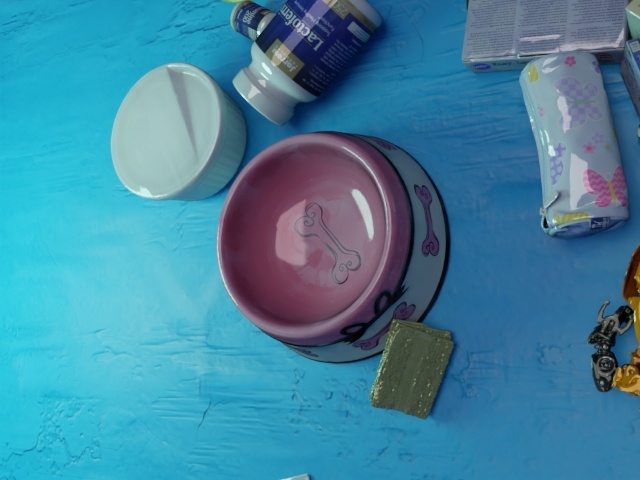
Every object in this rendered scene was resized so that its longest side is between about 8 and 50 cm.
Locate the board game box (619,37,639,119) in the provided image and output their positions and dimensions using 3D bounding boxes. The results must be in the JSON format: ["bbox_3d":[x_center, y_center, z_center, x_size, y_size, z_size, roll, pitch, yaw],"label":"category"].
[{"bbox_3d":[0.458,-0.230,1.087,0.020,0.090,0.090,-17,73,9],"label":"board game box"}]

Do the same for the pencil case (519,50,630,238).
[{"bbox_3d":[0.368,-0.137,1.108,0.124,0.113,0.273,-6,76,7],"label":"pencil case"}]

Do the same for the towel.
[{"bbox_3d":[0.144,0.203,1.196,0.110,0.027,0.148,16,92,-8],"label":"towel"}]

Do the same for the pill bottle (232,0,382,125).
[{"bbox_3d":[-0.028,-0.344,1.352,0.265,0.153,0.153,-48,62,15],"label":"pill bottle"}]

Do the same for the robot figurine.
[{"bbox_3d":[0.488,0.106,1.013,0.211,0.085,0.291,19,90,31],"label":"robot figurine"}]

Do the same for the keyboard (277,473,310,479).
[{"bbox_3d":[-0.024,0.529,1.274,0.072,0.014,0.256,-19,72,20],"label":"keyboard"}]

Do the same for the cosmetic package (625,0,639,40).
[{"bbox_3d":[0.583,-0.358,1.007,0.309,0.113,0.160,-47,58,9],"label":"cosmetic package"}]

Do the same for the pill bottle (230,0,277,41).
[{"bbox_3d":[-0.112,-0.414,1.461,0.120,0.067,0.067,34,98,30],"label":"pill bottle"}]

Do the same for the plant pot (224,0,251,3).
[{"bbox_3d":[-0.202,-0.637,1.445,0.276,0.254,0.276,-6,78,29],"label":"plant pot"}]

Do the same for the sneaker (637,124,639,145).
[{"bbox_3d":[0.556,-0.104,0.995,0.275,0.107,0.110,18,120,25],"label":"sneaker"}]

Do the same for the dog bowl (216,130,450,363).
[{"bbox_3d":[0.000,0.000,1.275,0.408,0.150,0.408,-6,78,28],"label":"dog bowl"}]

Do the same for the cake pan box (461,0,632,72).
[{"bbox_3d":[0.356,-0.394,1.190,0.267,0.070,0.246,2,80,30],"label":"cake pan box"}]

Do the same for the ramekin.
[{"bbox_3d":[-0.266,-0.199,1.476,0.273,0.127,0.273,-6,78,30],"label":"ramekin"}]
